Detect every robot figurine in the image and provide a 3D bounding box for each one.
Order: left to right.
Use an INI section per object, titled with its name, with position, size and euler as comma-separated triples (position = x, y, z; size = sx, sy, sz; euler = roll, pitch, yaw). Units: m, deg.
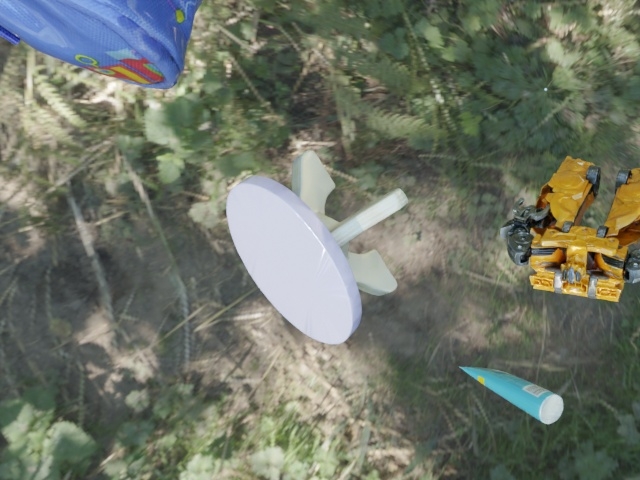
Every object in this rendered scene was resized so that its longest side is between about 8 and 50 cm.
[robot figurine]
position = 0.354, -0.017, 1.253
size = 0.211, 0.291, 0.085
euler = 9, 124, 24

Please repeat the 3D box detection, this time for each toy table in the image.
[toy table]
position = 0.000, 0.000, 1.460
size = 0.252, 0.161, 0.274
euler = -9, 112, 44

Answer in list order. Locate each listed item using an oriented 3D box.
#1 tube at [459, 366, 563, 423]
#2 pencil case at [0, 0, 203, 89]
[tube]
position = 0.333, 0.256, 1.697
size = 0.080, 0.207, 0.052
euler = 17, 94, -31
[pencil case]
position = -0.072, -0.221, 0.443
size = 0.133, 0.119, 0.306
euler = 11, 75, 40
